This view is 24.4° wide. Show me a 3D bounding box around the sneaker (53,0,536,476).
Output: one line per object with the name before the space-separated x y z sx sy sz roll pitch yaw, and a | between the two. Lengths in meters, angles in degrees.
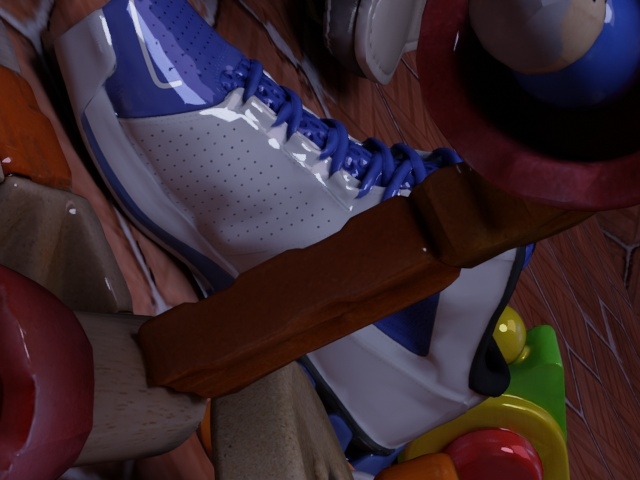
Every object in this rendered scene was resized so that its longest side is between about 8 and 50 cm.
sneaker | 0.013 -0.022 0.789 0.315 0.182 0.127 59 15 -17

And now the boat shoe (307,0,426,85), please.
boat shoe | 0.040 -0.217 1.344 0.324 0.097 0.116 -51 155 -69

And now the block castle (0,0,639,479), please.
block castle | -0.086 -0.163 0.467 0.453 0.303 0.213 67 17 13

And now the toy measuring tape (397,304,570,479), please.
toy measuring tape | 0.113 0.180 1.013 0.121 0.121 0.330 -91 173 -57

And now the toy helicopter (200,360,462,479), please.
toy helicopter | 0.025 0.205 0.648 0.235 0.140 0.355 -103 173 -65
